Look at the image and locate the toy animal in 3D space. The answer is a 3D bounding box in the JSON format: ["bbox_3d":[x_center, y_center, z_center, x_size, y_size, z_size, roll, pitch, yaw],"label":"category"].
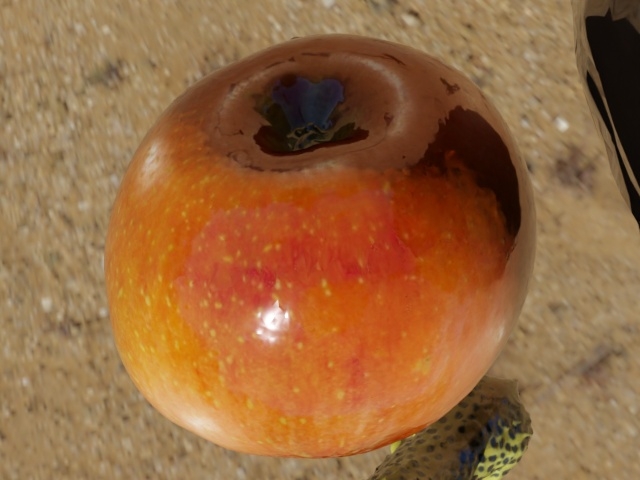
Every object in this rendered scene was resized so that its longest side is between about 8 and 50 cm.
[{"bbox_3d":[0.063,0.114,0.887,0.073,0.181,0.136,45,135,7],"label":"toy animal"}]

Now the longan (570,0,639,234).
[{"bbox_3d":[0.276,-0.072,0.580,0.391,0.391,0.391,-5,113,-11],"label":"longan"}]

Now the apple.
[{"bbox_3d":[0.000,0.000,0.674,0.163,0.163,0.139,-11,141,-9],"label":"apple"}]
